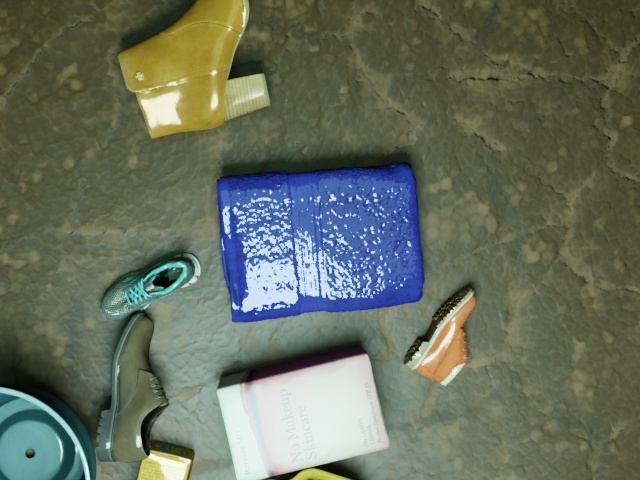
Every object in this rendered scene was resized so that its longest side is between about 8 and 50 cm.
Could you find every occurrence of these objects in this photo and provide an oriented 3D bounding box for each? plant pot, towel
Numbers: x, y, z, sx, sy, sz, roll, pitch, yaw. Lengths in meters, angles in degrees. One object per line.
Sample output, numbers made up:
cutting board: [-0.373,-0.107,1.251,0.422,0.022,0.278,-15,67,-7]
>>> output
plant pot: [-0.441,0.323,1.378,0.272,0.255,0.271,0,90,-3]
towel: [0.000,0.000,1.498,0.308,0.076,0.227,-5,97,-3]

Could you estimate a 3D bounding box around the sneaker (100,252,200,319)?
sneaker: [-0.264,0.069,1.478,0.166,0.076,0.065,-31,90,-3]

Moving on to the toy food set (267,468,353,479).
toy food set: [0.010,0.414,1.433,0.218,0.071,0.128,21,122,-23]

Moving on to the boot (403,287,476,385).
boot: [0.208,0.151,1.514,0.085,0.059,0.158,34,97,-5]

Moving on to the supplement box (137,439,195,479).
supplement box: [-0.254,0.431,1.476,0.080,0.078,0.233,11,90,-3]

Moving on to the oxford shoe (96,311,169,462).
oxford shoe: [-0.267,0.220,1.457,0.096,0.083,0.227,2,74,10]

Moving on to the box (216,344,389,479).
box: [-0.028,0.259,1.463,0.232,0.127,0.148,-13,91,-3]

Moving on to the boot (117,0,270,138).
boot: [-0.206,-0.313,1.470,0.211,0.104,0.295,-12,94,-3]
